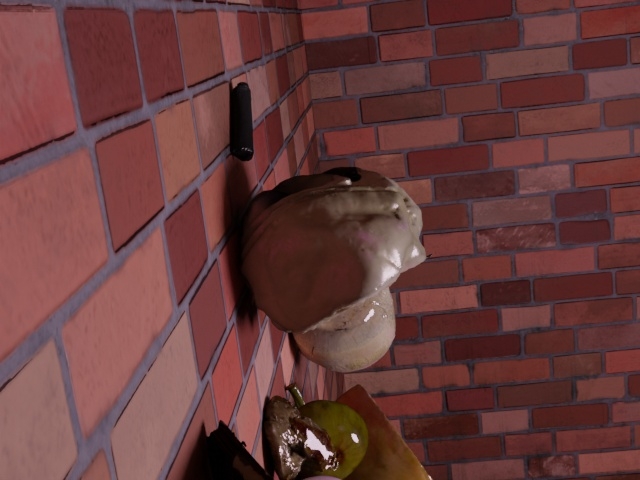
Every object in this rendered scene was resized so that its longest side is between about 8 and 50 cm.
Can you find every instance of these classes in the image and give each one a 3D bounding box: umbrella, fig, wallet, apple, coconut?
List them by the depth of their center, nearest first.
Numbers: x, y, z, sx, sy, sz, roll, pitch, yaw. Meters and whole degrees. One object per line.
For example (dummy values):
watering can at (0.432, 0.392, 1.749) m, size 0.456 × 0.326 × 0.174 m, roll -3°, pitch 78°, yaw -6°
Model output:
wallet at (-0.056, 0.270, 0.833) m, size 0.232 × 0.031 × 0.122 m, roll 23°, pitch -51°, yaw 61°
umbrella at (-0.116, -0.178, 1.273) m, size 0.036 × 0.031 × 0.133 m, roll 80°, pitch 5°, yaw -61°
fig at (-0.007, 0.340, 1.485) m, size 0.142 × 0.148 × 0.186 m, roll -56°, pitch -168°, yaw -18°
apple at (0.094, 0.443, 1.607) m, size 0.309 × 0.252 × 0.314 m, roll -145°, pitch -110°, yaw -85°
coconut at (0.046, 0.151, 1.756) m, size 0.230 × 0.227 × 0.227 m, roll 73°, pitch 12°, yaw -64°

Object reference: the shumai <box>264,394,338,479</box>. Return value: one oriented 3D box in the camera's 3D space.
shumai at (-0.040, 0.300, 1.332) m, size 0.139 × 0.105 × 0.123 m, roll -145°, pitch -140°, yaw -62°

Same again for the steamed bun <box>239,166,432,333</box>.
steamed bun at (0.000, 0.000, 1.248) m, size 0.206 × 0.275 × 0.320 m, roll 57°, pitch -26°, yaw 0°

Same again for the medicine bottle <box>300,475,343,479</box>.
medicine bottle at (0.012, 0.484, 1.319) m, size 0.255 × 0.152 × 0.152 m, roll 79°, pitch 7°, yaw -45°
